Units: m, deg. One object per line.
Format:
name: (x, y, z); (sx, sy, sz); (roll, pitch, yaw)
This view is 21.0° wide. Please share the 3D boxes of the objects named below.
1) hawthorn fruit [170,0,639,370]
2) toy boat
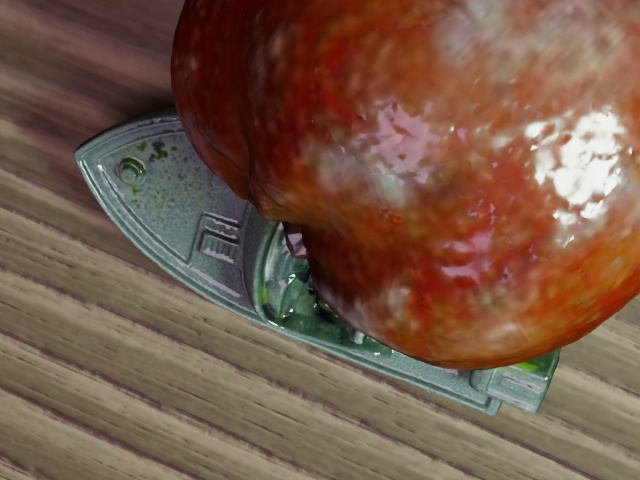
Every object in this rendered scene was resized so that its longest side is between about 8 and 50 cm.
hawthorn fruit: (0.071, -0.075, 0.878); (0.284, 0.284, 0.284); (8, 122, 13)
toy boat: (0.000, 0.000, 1.044); (0.320, 0.092, 0.141); (21, 121, 6)
